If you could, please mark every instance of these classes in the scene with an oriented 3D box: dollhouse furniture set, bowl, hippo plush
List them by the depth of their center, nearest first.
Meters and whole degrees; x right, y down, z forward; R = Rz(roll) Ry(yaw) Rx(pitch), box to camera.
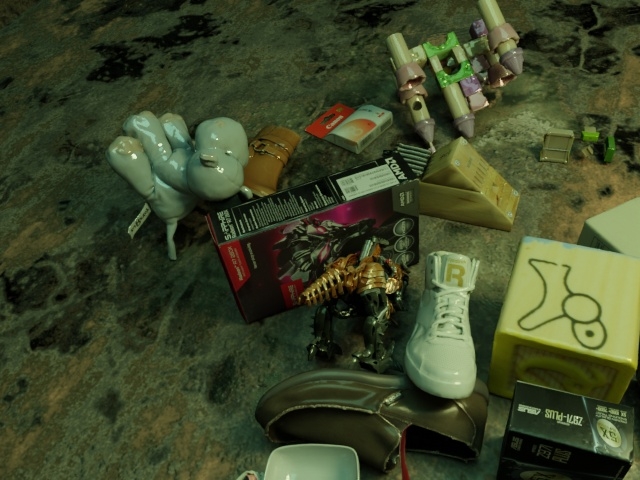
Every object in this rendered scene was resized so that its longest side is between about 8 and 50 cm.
[{"bbox_3d":[-0.011,0.364,0.820,0.142,0.053,0.142,-5,51,15],"label":"bowl"},{"bbox_3d":[-0.274,-0.152,1.173,0.236,0.234,0.294,-11,57,39],"label":"hippo plush"},{"bbox_3d":[0.568,-0.214,1.297,0.152,0.076,0.058,9,37,15],"label":"dollhouse furniture set"}]

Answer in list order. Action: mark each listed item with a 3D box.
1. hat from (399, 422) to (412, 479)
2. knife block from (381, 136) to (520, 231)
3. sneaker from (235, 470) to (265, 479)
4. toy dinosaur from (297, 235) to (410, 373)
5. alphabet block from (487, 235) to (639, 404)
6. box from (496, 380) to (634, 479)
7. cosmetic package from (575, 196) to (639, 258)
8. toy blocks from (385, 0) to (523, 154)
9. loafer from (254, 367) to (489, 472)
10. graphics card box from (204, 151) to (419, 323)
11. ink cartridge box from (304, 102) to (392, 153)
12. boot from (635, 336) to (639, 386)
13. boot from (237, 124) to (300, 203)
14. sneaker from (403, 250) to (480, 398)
[{"bbox_3d":[0.092,0.395,0.742,0.173,0.183,0.208,-22,48,-10],"label":"hat"},{"bbox_3d":[0.248,-0.102,1.251,0.276,0.242,0.088,40,54,-16],"label":"knife block"},{"bbox_3d":[-0.074,0.369,0.872,0.134,0.070,0.051,-15,45,-6],"label":"sneaker"},{"bbox_3d":[0.054,0.097,0.981,0.322,0.218,0.164,8,1,-38],"label":"toy dinosaur"},{"bbox_3d":[0.381,0.138,0.920,0.192,0.193,0.197,12,51,23],"label":"alphabet block"},{"bbox_3d":[0.329,0.285,0.804,0.147,0.180,0.077,11,51,18],"label":"box"},{"bbox_3d":[0.573,0.085,0.967,0.129,0.153,0.296,-23,50,-13],"label":"cosmetic package"},{"bbox_3d":[0.330,-0.362,1.404,0.288,0.309,0.260,-22,80,5],"label":"toy blocks"},{"bbox_3d":[0.078,0.277,0.885,0.366,0.134,0.130,-5,48,5],"label":"loafer"},{"bbox_3d":[0.000,0.000,1.084,0.371,0.233,0.094,-19,47,-9],"label":"graphics card box"},{"bbox_3d":[0.069,-0.300,1.474,0.179,0.045,0.145,30,59,28],"label":"ink cartridge box"},{"bbox_3d":[0.503,0.242,0.819,0.076,0.189,0.208,-11,41,22],"label":"boot"},{"bbox_3d":[-0.113,-0.159,1.338,0.283,0.109,0.220,24,59,43],"label":"boot"},{"bbox_3d":[0.193,0.107,0.912,0.108,0.169,0.292,7,18,4],"label":"sneaker"}]
